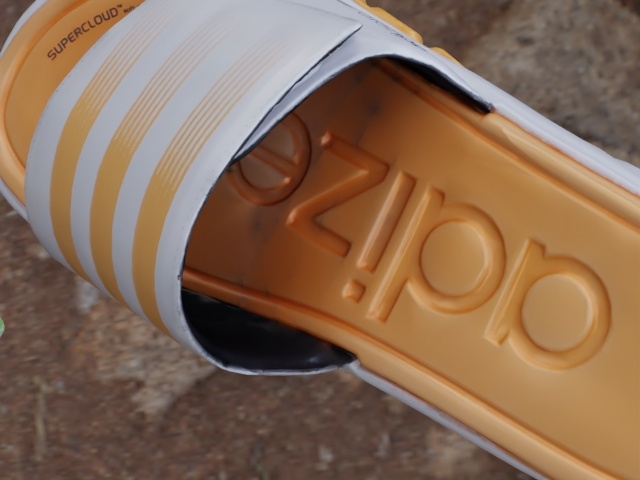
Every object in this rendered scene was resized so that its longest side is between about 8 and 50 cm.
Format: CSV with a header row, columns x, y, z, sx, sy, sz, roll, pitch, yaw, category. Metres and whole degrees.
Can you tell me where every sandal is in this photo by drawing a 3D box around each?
x,y,z,sx,sy,sz,roll,pitch,yaw,category
0.004,-0.010,0.427,0.076,0.265,0.102,5,108,-60,sandal

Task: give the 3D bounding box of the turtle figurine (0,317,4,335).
x,y,z,sx,sy,sz,roll,pitch,yaw,category
-0.271,0.151,0.869,0.198,0.274,0.266,-16,132,-57,turtle figurine
